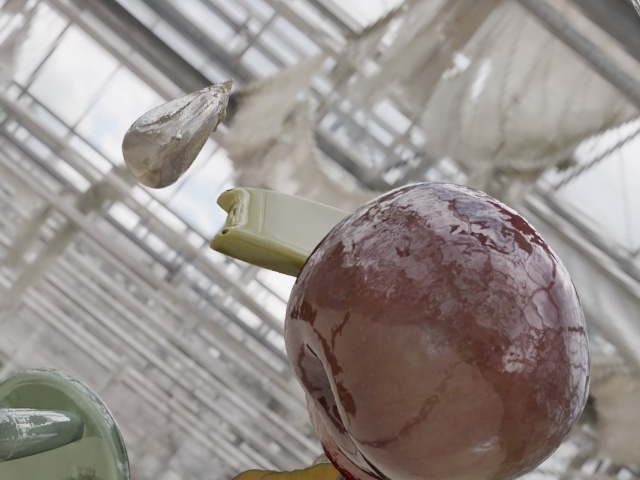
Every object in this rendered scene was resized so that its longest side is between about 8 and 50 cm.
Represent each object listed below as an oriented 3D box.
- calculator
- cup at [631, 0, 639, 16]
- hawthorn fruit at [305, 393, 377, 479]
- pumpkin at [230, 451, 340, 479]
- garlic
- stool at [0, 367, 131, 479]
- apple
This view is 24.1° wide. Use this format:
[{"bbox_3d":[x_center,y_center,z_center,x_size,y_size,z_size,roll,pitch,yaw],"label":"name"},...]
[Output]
[{"bbox_3d":[0.000,0.000,1.628,0.236,0.033,0.157,15,26,-8],"label":"calculator"},{"bbox_3d":[0.462,-0.329,1.786,0.242,0.308,0.292,10,-17,32],"label":"cup"},{"bbox_3d":[0.101,0.190,1.740,0.284,0.285,0.369,39,-51,-3],"label":"hawthorn fruit"},{"bbox_3d":[-0.008,0.374,1.968,0.317,0.222,0.139,-12,-23,39],"label":"pumpkin"},{"bbox_3d":[-0.218,-0.134,2.108,0.128,0.148,0.266,15,27,0],"label":"garlic"},{"bbox_3d":[-0.306,0.231,1.384,0.195,0.195,0.198,1,8,32],"label":"stool"},{"bbox_3d":[0.100,0.095,1.342,0.306,0.235,0.306,56,-15,24],"label":"apple"}]
